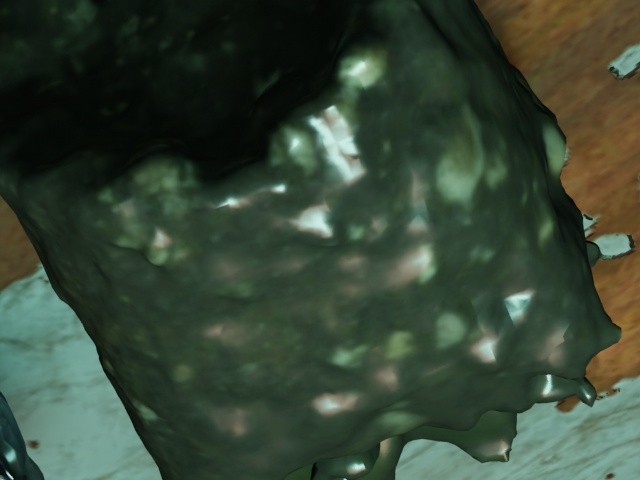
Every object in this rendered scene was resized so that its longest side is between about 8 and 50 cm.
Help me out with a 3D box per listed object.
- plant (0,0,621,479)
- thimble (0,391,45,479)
[{"bbox_3d":[0.000,0.000,0.688,0.199,0.188,0.276,-24,142,6],"label":"plant"},{"bbox_3d":[-0.190,0.110,0.718,0.172,0.205,0.236,-26,124,-5],"label":"thimble"}]
